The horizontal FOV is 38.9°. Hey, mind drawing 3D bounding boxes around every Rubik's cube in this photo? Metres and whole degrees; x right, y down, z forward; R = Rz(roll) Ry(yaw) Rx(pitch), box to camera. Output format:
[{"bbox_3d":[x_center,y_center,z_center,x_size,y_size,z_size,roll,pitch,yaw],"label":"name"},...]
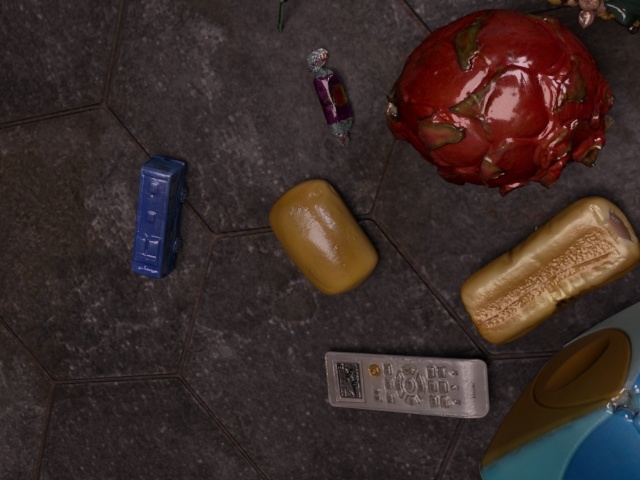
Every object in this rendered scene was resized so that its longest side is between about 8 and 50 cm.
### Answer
[{"bbox_3d":[0.500,0.316,1.354,0.351,0.347,0.352,46,137,4],"label":"Rubik's cube"}]

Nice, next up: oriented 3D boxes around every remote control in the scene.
[{"bbox_3d":[0.160,0.261,1.683,0.312,0.055,0.110,0,102,26],"label":"remote control"}]

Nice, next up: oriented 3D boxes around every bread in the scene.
[{"bbox_3d":[0.374,0.050,1.497,0.305,0.091,0.142,-37,86,28],"label":"bread"},{"bbox_3d":[0.000,0.000,1.628,0.147,0.098,0.217,-38,91,32],"label":"bread"}]

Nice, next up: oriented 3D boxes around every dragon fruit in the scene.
[{"bbox_3d":[0.265,-0.209,1.354,0.342,0.277,0.278,18,114,9],"label":"dragon fruit"}]

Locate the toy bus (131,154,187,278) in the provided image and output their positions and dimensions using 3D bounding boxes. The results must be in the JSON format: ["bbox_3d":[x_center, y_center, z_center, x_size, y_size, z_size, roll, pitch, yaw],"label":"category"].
[{"bbox_3d":[-0.314,-0.040,1.738,0.079,0.094,0.237,17,113,15],"label":"toy bus"}]

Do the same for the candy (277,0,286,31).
[{"bbox_3d":[-0.064,-0.398,1.493,0.055,0.049,0.185,40,162,10],"label":"candy"}]

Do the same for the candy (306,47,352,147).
[{"bbox_3d":[0.021,-0.245,1.564,0.043,0.045,0.175,0,114,57],"label":"candy"}]

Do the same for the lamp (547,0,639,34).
[{"bbox_3d":[0.376,-0.390,1.332,0.253,0.118,0.118,48,118,2],"label":"lamp"}]

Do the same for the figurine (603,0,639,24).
[{"bbox_3d":[0.449,-0.465,1.213,0.260,0.186,0.382,-8,85,-14],"label":"figurine"}]
